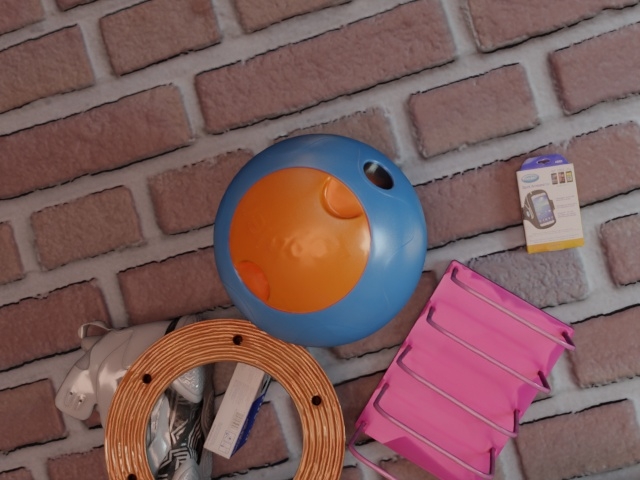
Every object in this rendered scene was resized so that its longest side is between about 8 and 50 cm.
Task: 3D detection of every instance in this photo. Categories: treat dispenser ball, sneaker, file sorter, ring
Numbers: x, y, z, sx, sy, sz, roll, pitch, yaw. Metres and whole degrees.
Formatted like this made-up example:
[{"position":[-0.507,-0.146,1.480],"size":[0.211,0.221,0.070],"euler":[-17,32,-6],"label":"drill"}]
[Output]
[{"position":[0.000,0.000,1.313],"size":[0.288,0.288,0.288],"euler":[1,93,9],"label":"treat dispenser ball"},{"position":[-0.275,0.289,1.455],"size":[0.210,0.137,0.365],"euler":[2,88,10],"label":"sneaker"},{"position":[0.195,0.206,1.347],"size":[0.202,0.182,0.290],"euler":[31,97,7],"label":"file sorter"},{"position":[-0.132,0.277,1.352],"size":[0.337,0.032,0.336],"euler":[0,81,3],"label":"ring"}]

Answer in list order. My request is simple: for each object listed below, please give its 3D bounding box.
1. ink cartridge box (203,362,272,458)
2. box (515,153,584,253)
[{"position":[-0.103,0.211,1.438],"size":[0.046,0.097,0.207],"euler":[24,97,8],"label":"ink cartridge box"},{"position":[0.327,-0.053,1.390],"size":[0.081,0.028,0.136],"euler":[-8,90,10],"label":"box"}]
